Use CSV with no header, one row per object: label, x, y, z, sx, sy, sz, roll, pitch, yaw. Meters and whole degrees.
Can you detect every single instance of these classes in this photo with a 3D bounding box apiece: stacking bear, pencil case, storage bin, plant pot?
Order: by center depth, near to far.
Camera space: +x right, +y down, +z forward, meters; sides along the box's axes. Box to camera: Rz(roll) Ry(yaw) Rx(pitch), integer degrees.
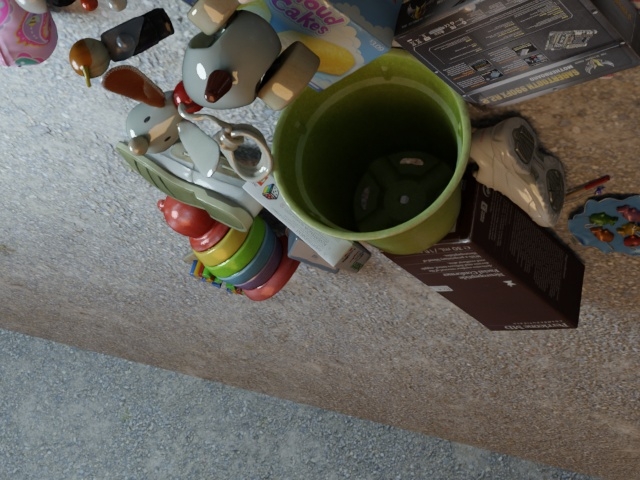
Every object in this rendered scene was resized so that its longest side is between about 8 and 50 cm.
pencil case,-0.451,-0.355,1.083,0.124,0.124,0.284,12,156,6
plant pot,0.102,-0.097,1.183,0.276,0.276,0.254,5,165,21
storage bin,0.000,0.000,1.578,0.135,0.091,0.098,20,127,-11
stacking bear,-0.192,-0.015,1.620,0.175,0.164,0.289,-10,140,43

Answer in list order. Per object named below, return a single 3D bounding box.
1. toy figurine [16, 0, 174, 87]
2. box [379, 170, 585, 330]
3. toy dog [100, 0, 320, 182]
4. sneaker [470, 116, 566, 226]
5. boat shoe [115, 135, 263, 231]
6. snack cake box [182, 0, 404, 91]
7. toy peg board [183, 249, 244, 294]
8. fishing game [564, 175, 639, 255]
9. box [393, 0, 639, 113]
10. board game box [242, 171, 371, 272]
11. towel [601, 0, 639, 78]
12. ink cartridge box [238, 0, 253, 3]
toy figurine,-0.286,-0.314,0.943,0.209,0.148,0.213,55,164,17
box,0.296,0.033,1.436,0.191,0.143,0.381,-9,150,43
toy dog,-0.149,-0.166,0.971,0.220,0.161,0.333,30,141,-1
sneaker,0.298,-0.103,1.243,0.115,0.090,0.232,1,144,44
boat shoe,-0.228,-0.125,1.458,0.302,0.103,0.113,29,164,16
snack cake box,-0.048,-0.308,0.987,0.264,0.089,0.152,29,153,-28
toy peg board,-0.237,0.083,1.929,0.161,0.079,0.161,27,153,-23
fishing game,0.504,-0.016,1.345,0.264,0.041,0.189,28,150,-25
box,0.231,-0.242,0.937,0.183,0.056,0.231,29,154,-34
board game box,-0.012,-0.028,1.377,0.193,0.053,0.305,41,-177,10
towel,0.300,-0.263,0.960,0.144,0.029,0.197,11,158,9
ink cartridge box,-0.015,-0.327,0.843,0.180,0.060,0.104,-15,127,3
